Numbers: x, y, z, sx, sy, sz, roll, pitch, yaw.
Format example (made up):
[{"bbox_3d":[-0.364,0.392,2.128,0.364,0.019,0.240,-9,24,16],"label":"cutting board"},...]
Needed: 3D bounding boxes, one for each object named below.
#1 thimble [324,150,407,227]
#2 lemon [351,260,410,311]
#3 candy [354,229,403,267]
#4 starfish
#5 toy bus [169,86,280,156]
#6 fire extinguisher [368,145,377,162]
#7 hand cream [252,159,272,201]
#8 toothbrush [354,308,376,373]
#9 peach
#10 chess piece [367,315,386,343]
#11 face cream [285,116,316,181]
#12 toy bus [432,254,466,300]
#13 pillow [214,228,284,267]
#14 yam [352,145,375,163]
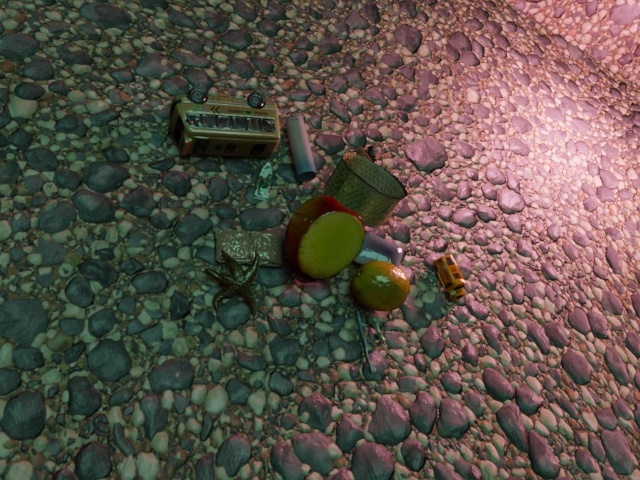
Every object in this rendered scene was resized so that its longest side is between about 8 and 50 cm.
[{"bbox_3d":[0.159,-0.180,1.889,0.271,0.150,0.270,27,28,-16],"label":"thimble"},{"bbox_3d":[0.204,0.154,1.777,0.207,0.170,0.170,20,57,-16],"label":"lemon"},{"bbox_3d":[0.205,0.050,1.889,0.174,0.071,0.138,24,57,-7],"label":"candy"},{"bbox_3d":[-0.254,0.133,1.651,0.213,0.057,0.238,-36,87,-15],"label":"starfish"},{"bbox_3d":[-0.333,-0.400,1.855,0.366,0.177,0.201,-2,70,-24],"label":"toy bus"},{"bbox_3d":[0.214,-0.342,2.135,0.038,0.025,0.083,16,55,-41],"label":"fire extinguisher"},{"bbox_3d":[-0.201,-0.218,1.899,0.057,0.037,0.165,15,65,-14],"label":"hand cream"},{"bbox_3d":[0.148,0.332,1.745,0.019,0.016,0.219,-3,64,-25],"label":"toothbrush"},{"bbox_3d":[0.000,0.000,1.735,0.249,0.245,0.274,38,80,-6],"label":"peach"},{"bbox_3d":[0.192,0.303,1.769,0.042,0.042,0.093,-17,78,-29],"label":"chess piece"},{"bbox_3d":[-0.075,-0.343,1.986,0.077,0.077,0.250,-1,63,-23],"label":"face cream"},{"bbox_3d":[0.483,0.137,1.953,0.070,0.074,0.162,-10,66,-28],"label":"toy bus"},{"bbox_3d":[-0.233,0.023,1.746,0.233,0.043,0.126,5,60,-16],"label":"pillow"},{"bbox_3d":[0.207,-0.270,2.079,0.057,0.057,0.241,-28,75,-32],"label":"yam"}]
